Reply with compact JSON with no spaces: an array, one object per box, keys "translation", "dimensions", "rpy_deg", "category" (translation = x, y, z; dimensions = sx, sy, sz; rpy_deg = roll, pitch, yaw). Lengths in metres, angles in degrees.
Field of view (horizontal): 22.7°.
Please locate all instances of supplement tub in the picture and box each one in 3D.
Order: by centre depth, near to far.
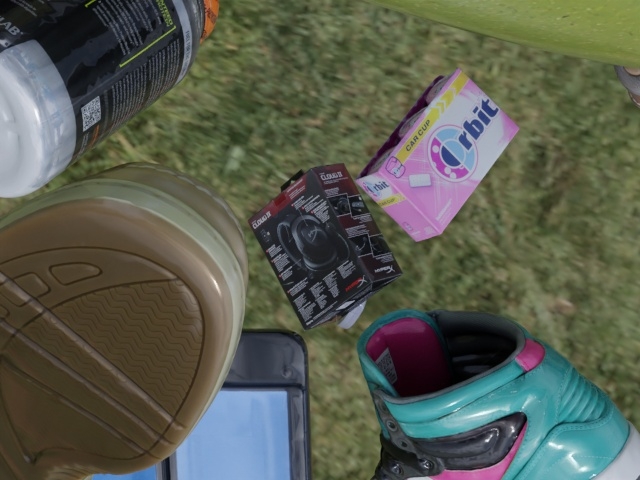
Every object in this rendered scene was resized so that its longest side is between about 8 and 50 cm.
[{"translation":[-0.269,-0.209,1.714],"dimensions":[0.338,0.207,0.207],"rpy_deg":[-43,120,-43],"category":"supplement tub"}]

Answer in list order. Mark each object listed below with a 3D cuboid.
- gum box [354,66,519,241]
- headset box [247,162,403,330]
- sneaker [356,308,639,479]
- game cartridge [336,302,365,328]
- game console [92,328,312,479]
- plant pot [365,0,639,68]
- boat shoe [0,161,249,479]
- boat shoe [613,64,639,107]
[{"translation":[0.141,-0.105,1.883],"dimensions":[0.107,0.062,0.188],"rpy_deg":[44,65,-13],"category":"gum box"},{"translation":[0.000,0.000,0.917],"dimensions":[0.032,0.062,0.083],"rpy_deg":[-11,69,-49],"category":"headset box"},{"translation":[0.064,0.145,1.145],"dimensions":[0.296,0.124,0.178],"rpy_deg":[-28,106,28],"category":"sneaker"},{"translation":[0.040,0.072,1.867],"dimensions":[0.017,0.083,0.056],"rpy_deg":[25,65,-4],"category":"game cartridge"},{"translation":[-0.142,0.251,1.656],"dimensions":[0.250,0.173,0.293],"rpy_deg":[0,103,7],"category":"game console"},{"translation":[0.073,-0.184,0.575],"dimensions":[0.294,0.275,0.274],"rpy_deg":[28,90,-33],"category":"plant pot"},{"translation":[-0.095,0.040,0.651],"dimensions":[0.109,0.302,0.098],"rpy_deg":[37,55,-2],"category":"boat shoe"},{"translation":[0.447,-0.254,1.731],"dimensions":[0.324,0.123,0.116],"rpy_deg":[-42,137,-7],"category":"boat shoe"}]
